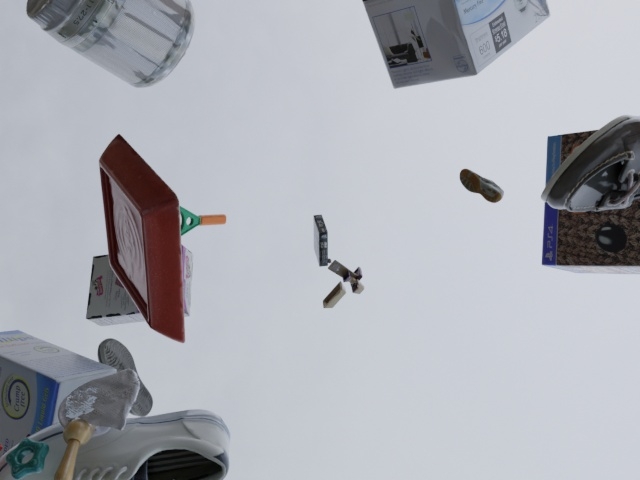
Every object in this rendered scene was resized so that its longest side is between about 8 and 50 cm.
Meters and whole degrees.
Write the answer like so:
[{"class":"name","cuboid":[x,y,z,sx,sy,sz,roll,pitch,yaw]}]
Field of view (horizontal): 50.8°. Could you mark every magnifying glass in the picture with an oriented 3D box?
[{"class":"magnifying glass","cuboid":[-0.341,-0.052,1.777,0.026,0.231,0.092,12,-79,41]}]

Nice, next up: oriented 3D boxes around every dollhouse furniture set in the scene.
[{"class":"dollhouse furniture set","cuboid":[0.024,0.098,1.428,0.114,0.081,0.091,-49,-160,20]}]

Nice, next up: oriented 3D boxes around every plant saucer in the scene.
[{"class":"plant saucer","cuboid":[-0.286,-0.002,1.054,0.259,0.047,0.259,40,-45,45]}]

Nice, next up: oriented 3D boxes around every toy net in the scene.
[{"class":"toy net","cuboid":[-0.285,0.219,0.697,0.122,0.045,0.232,28,-123,31]}]

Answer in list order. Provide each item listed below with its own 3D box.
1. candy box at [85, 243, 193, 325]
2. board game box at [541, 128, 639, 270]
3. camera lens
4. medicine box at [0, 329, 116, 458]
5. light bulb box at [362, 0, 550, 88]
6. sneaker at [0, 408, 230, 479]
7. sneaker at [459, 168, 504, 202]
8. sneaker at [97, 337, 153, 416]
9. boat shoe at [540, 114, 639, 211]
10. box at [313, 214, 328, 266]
[{"class":"candy box","cuboid":[-0.418,0.106,1.568,0.233,0.071,0.159,-7,-115,13]},{"class":"board game box","cuboid":[0.534,-0.064,1.109,0.291,0.141,0.232,-2,-99,45]},{"class":"camera lens","cuboid":[-0.407,-0.454,1.346,0.219,0.274,0.219,-22,-125,36]},{"class":"medicine box","cuboid":[-0.558,0.336,1.266,0.289,0.149,0.264,13,-87,26]},{"class":"light bulb box","cuboid":[0.271,-0.566,1.422,0.225,0.358,0.361,2,-55,46]},{"class":"sneaker","cuboid":[-0.223,0.243,0.729,0.091,0.258,0.094,-140,-139,-70]},{"class":"sneaker","cuboid":[0.273,-0.094,1.141,0.083,0.037,0.032,40,-54,15]},{"class":"sneaker","cuboid":[-0.496,0.329,1.596,0.118,0.083,0.222,-5,-63,27]},{"class":"boat shoe","cuboid":[0.417,-0.100,0.867,0.095,0.335,0.112,46,-40,28]},{"class":"box","cuboid":[0.000,0.000,1.353,0.067,0.018,0.083,-109,-165,-55]}]
